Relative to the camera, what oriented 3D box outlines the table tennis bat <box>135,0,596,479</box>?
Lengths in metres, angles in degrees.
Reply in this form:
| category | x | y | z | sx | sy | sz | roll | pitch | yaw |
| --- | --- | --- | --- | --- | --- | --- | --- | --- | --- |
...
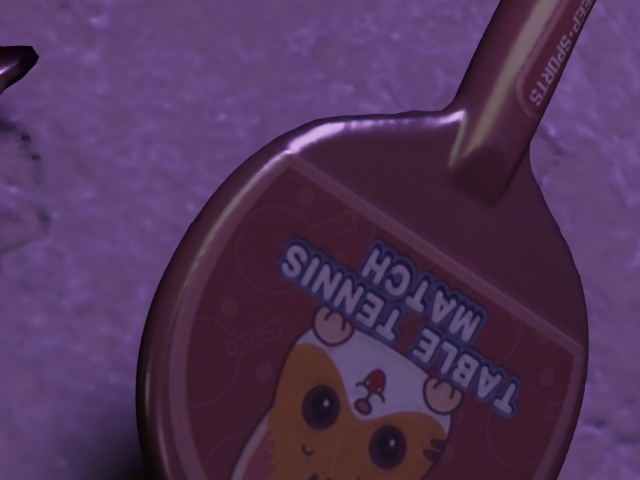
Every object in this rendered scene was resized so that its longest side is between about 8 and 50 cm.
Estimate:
| category | x | y | z | sx | sy | sz | roll | pitch | yaw |
| --- | --- | --- | --- | --- | --- | --- | --- | --- | --- |
| table tennis bat | 0.000 | 0.000 | 0.460 | 0.107 | 0.119 | 0.170 | 31 | 79 | -27 |

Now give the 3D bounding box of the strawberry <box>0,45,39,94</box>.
| category | x | y | z | sx | sy | sz | roll | pitch | yaw |
| --- | --- | --- | --- | --- | --- | --- | --- | --- | --- |
| strawberry | -0.165 | -0.117 | 0.405 | 0.233 | 0.138 | 0.306 | -35 | 74 | -30 |
